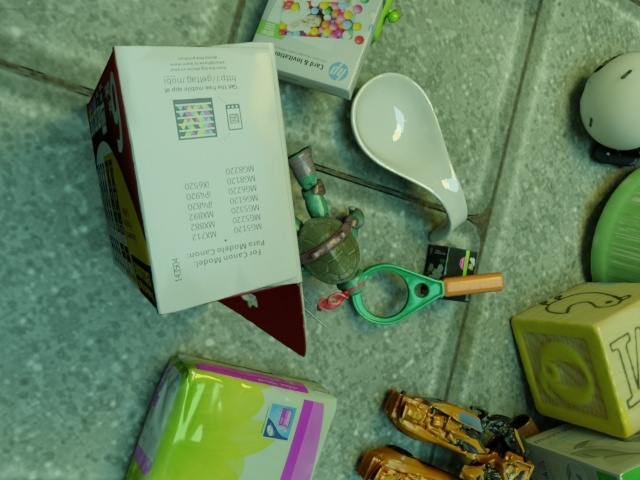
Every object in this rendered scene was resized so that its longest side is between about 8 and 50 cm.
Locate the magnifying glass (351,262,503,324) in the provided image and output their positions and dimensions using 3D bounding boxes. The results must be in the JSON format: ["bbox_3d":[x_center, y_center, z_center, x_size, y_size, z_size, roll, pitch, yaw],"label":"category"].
[{"bbox_3d":[0.161,0.074,0.845,0.231,0.026,0.092,-6,92,-2],"label":"magnifying glass"}]

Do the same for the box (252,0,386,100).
[{"bbox_3d":[0.002,-0.293,0.730,0.145,0.038,0.186,20,86,10],"label":"box"}]

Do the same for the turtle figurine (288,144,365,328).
[{"bbox_3d":[0.000,0.000,0.759,0.175,0.118,0.234,-37,103,-19],"label":"turtle figurine"}]

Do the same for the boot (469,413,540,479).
[{"bbox_3d":[0.356,0.493,0.986,0.264,0.096,0.280,-42,107,-10],"label":"boot"}]

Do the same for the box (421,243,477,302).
[{"bbox_3d":[0.206,0.052,0.894,0.062,0.052,0.083,9,92,-27],"label":"box"}]

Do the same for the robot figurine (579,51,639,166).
[{"bbox_3d":[0.596,-0.244,0.994,0.278,0.174,0.208,-3,93,-26],"label":"robot figurine"}]

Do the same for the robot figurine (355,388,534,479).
[{"bbox_3d":[0.213,0.360,0.888,0.291,0.085,0.211,26,83,-14],"label":"robot figurine"}]

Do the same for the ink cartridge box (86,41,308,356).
[{"bbox_3d":[-0.142,-0.030,0.572,0.130,0.309,0.271,-11,99,-25],"label":"ink cartridge box"}]

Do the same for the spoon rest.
[{"bbox_3d":[0.144,-0.119,0.831,0.137,0.084,0.276,-41,111,-17],"label":"spoon rest"}]

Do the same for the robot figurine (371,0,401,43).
[{"bbox_3d":[0.062,-0.323,0.780,0.101,0.067,0.115,22,85,4],"label":"robot figurine"}]

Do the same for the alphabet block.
[{"bbox_3d":[0.484,0.192,0.956,0.197,0.192,0.193,-19,93,-25],"label":"alphabet block"}]

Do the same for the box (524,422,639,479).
[{"bbox_3d":[0.509,0.361,0.891,0.262,0.231,0.126,-14,86,-15],"label":"box"}]

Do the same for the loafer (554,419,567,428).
[{"bbox_3d":[0.561,0.323,1.068,0.251,0.094,0.087,-7,102,-25],"label":"loafer"}]

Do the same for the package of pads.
[{"bbox_3d":[-0.132,0.312,0.724,0.229,0.101,0.296,20,85,-27],"label":"package of pads"}]

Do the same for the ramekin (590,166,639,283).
[{"bbox_3d":[0.668,0.012,1.035,0.304,0.148,0.303,-8,108,-26],"label":"ramekin"}]
